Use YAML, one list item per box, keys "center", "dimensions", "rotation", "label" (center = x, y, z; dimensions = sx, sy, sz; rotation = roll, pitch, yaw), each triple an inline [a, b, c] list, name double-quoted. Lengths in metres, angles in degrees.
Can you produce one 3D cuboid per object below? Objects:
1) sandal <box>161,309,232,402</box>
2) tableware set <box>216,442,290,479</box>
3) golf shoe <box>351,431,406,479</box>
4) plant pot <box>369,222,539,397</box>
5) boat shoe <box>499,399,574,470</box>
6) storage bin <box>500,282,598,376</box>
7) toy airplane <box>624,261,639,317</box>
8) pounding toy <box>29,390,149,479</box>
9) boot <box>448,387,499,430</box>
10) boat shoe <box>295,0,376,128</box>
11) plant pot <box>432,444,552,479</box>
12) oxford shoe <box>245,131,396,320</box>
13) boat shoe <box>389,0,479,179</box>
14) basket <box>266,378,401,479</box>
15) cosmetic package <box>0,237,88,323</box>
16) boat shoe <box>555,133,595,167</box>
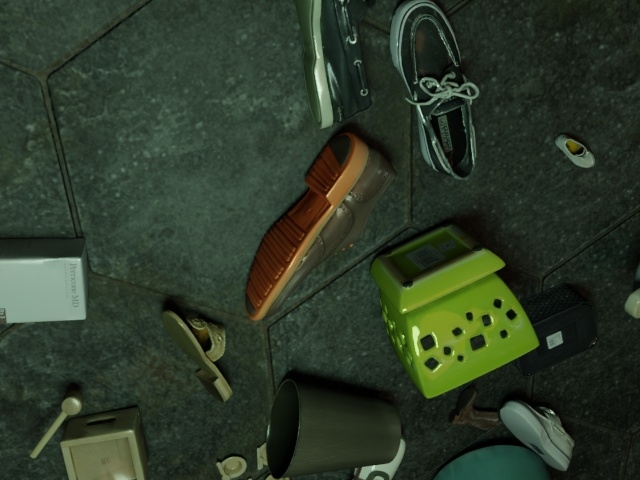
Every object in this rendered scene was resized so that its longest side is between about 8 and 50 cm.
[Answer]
- center: [-0.204, 0.187, 1.224]
  dimensions: [0.079, 0.088, 0.240]
  rotation: [-44, 131, -29]
  label: "sandal"
- center: [-0.134, 0.484, 1.396]
  dimensions: [0.168, 0.020, 0.141]
  rotation: [-16, 117, -8]
  label: "tableware set"
- center: [0.107, 0.525, 1.429]
  dimensions: [0.105, 0.120, 0.273]
  rotation: [26, 103, -23]
  label: "golf shoe"
- center: [0.222, 0.108, 1.215]
  dimensions: [0.227, 0.228, 0.207]
  rotation: [-25, 112, -3]
  label: "plant pot"
- center: [0.493, 0.415, 1.504]
  dimensions: [0.267, 0.096, 0.088]
  rotation: [45, 67, -26]
  label: "boat shoe"
- center: [0.465, 0.183, 1.392]
  dimensions: [0.180, 0.084, 0.122]
  rotation: [-24, 118, -5]
  label: "storage bin"
- center: [0.779, 0.042, 1.346]
  dimensions: [0.384, 0.272, 0.386]
  rotation: [-38, 155, 15]
  label: "toy airplane"
- center: [-0.420, 0.354, 1.221]
  dimensions: [0.181, 0.094, 0.206]
  rotation: [-8, 107, -7]
  label: "pounding toy"
- center: [0.350, 0.369, 1.470]
  dimensions: [0.114, 0.037, 0.106]
  rotation: [16, 122, -18]
  label: "boot"
- center: [0.029, -0.337, 1.006]
  dimensions: [0.113, 0.127, 0.340]
  rotation: [-13, 118, -11]
  label: "boat shoe"
- center: [0.402, 0.639, 1.472]
  dimensions: [0.293, 0.235, 0.293]
  rotation: [-4, 122, -6]
  label: "plant pot"
- center: [0.000, 0.000, 1.155]
  dimensions: [0.133, 0.130, 0.364]
  rotation: [27, 106, -33]
  label: "oxford shoe"
- center: [0.195, -0.240, 1.107]
  dimensions: [0.113, 0.105, 0.306]
  rotation: [-17, 118, -8]
  label: "boat shoe"
- center: [0.030, 0.370, 1.322]
  dimensions: [0.227, 0.154, 0.204]
  rotation: [7, 114, -22]
  label: "basket"
- center: [-0.491, 0.064, 1.067]
  dimensions: [0.231, 0.085, 0.117]
  rotation: [-2, 115, -14]
  label: "cosmetic package"
- center: [0.483, -0.164, 1.263]
  dimensions: [0.100, 0.035, 0.035]
  rotation: [33, 102, -26]
  label: "boat shoe"
